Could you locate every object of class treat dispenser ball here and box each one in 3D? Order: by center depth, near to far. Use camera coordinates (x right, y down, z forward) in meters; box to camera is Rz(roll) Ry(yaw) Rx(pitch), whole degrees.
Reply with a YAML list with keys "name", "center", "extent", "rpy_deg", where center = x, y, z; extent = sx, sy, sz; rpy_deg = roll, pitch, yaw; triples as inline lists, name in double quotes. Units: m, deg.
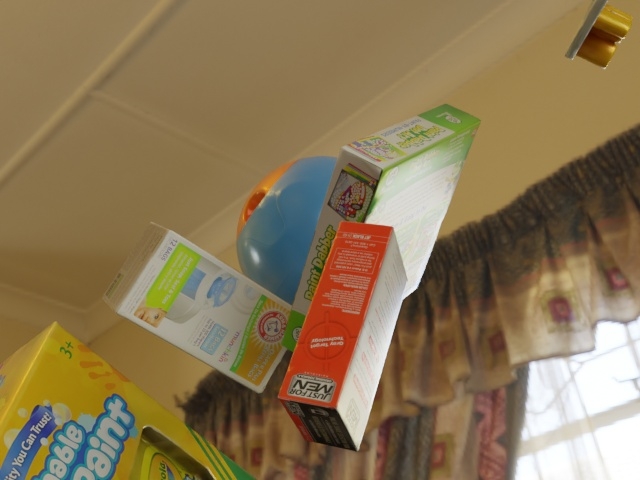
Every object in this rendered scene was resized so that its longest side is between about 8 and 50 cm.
- name: "treat dispenser ball"
  center: [0.000, 0.000, 1.423]
  extent: [0.288, 0.288, 0.288]
  rpy_deg: [-4, -34, -3]

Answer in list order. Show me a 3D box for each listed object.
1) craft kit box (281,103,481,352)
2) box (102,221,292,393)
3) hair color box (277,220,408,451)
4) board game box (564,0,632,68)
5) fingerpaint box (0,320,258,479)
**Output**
- name: "craft kit box"
  center: [0.072, -0.013, 0.937]
  extent: [0.250, 0.061, 0.246]
  rpy_deg: [-29, -34, -53]
- name: "box"
  center: [-0.137, 0.079, 0.999]
  extent: [0.203, 0.114, 0.103]
  rpy_deg: [35, -8, -23]
- name: "hair color box"
  center: [0.020, 0.064, 0.580]
  extent: [0.043, 0.141, 0.072]
  rpy_deg: [6, -34, 21]
- name: "board game box"
  center: [0.391, -0.414, 0.812]
  extent: [0.050, 0.390, 0.390]
  rpy_deg: [28, -22, 7]
- name: "fingerpaint box"
  center: [-0.186, 0.347, 0.667]
  extent: [0.163, 0.445, 0.371]
  rpy_deg: [-36, -67, 25]
